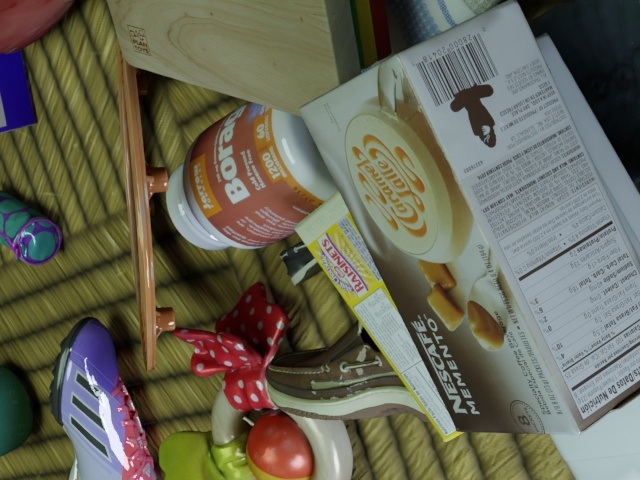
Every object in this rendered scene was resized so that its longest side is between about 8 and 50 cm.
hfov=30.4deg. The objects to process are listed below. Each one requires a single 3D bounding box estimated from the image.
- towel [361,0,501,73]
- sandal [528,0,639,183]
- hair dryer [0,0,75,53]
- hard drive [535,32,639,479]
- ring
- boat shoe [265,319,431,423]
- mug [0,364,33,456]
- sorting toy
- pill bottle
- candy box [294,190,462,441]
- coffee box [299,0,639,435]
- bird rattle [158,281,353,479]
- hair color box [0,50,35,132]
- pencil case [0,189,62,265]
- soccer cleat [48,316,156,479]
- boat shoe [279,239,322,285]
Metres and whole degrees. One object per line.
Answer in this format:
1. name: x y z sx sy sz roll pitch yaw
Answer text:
1. towel: 0.048 -0.231 0.827 0.209 0.034 0.285 62 158 4
2. sandal: 0.251 -0.125 0.667 0.445 0.107 0.168 -32 82 51
3. hair dryer: -0.358 -0.318 1.297 0.293 0.080 0.224 38 131 31
4. hard drive: 0.173 0.031 0.826 0.308 0.040 0.203 60 155 2
5. ring: -0.169 -0.043 1.133 0.336 0.032 0.337 174 90 -79
6. boat shoe: 0.055 0.096 1.007 0.257 0.095 0.095 -4 104 37
7. mug: -0.471 0.228 1.655 0.158 0.097 0.129 56 140 16
8. sorting toy: -0.064 -0.238 0.853 0.257 0.089 0.256 22 135 40
9. pill bottle: -0.043 -0.061 1.019 0.216 0.121 0.121 -24 88 50
10. candy box: 0.073 0.046 0.890 0.206 0.027 0.105 55 134 4
11. coffee box: 0.104 -0.007 0.749 0.247 0.098 0.141 64 155 -6
12. bird rattle: -0.051 0.182 1.176 0.207 0.143 0.254 30 115 23
13. hair color box: -0.526 -0.181 1.467 0.338 0.185 0.110 7 112 46
14. pencil case: -0.392 -0.021 1.475 0.151 0.070 0.065 24 123 40
15. soccer cleat: -0.251 0.242 1.425 0.116 0.108 0.318 10 113 22
16. boat shoe: 0.000 0.000 1.060 0.038 0.046 0.125 56 148 7
